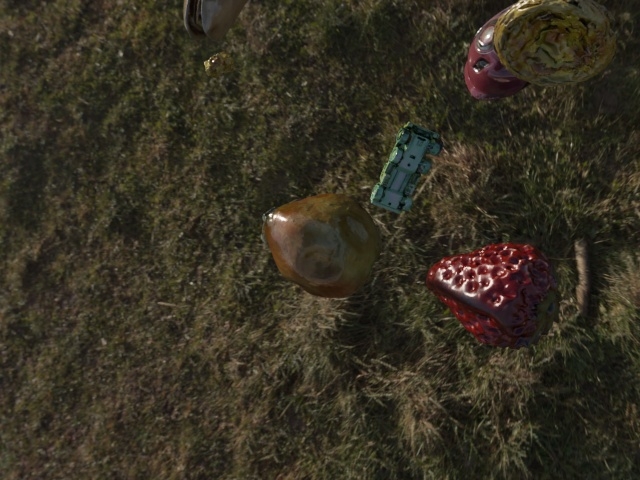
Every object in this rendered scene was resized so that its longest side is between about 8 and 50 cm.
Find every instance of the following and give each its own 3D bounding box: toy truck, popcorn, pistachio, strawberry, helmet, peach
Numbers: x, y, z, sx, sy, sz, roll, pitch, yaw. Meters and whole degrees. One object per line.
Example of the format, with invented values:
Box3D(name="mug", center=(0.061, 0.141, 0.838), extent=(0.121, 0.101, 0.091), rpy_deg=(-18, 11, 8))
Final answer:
Box3D(name="toy truck", center=(0.245, -0.217, 1.521), extent=(0.129, 0.135, 0.259), rpy_deg=(19, 104, -14))
Box3D(name="popcorn", center=(-0.277, -0.476, 1.383), extent=(0.082, 0.083, 0.057), rpy_deg=(-10, 113, 35))
Box3D(name="pistachio", center=(-0.221, -0.533, 1.101), extent=(0.127, 0.152, 0.223), rpy_deg=(15, 69, 14))
Box3D(name="strawberry", center=(0.470, 0.133, 1.410), extent=(0.345, 0.318, 0.295), rpy_deg=(23, 96, 40))
Box3D(name="helmet", center=(0.447, -0.460, 1.186), extent=(0.254, 0.154, 0.198), rpy_deg=(-16, 64, 24))
Box3D(name="peach", center=(0.000, 0.000, 1.018), extent=(0.214, 0.236, 0.214), rpy_deg=(-37, 38, 37))

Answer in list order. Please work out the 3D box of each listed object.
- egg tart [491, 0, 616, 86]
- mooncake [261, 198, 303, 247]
Box3D(name="egg tart", center=(0.256, -0.226, 0.560), extent=(0.129, 0.128, 0.049), rpy_deg=(12, 66, 23))
Box3D(name="mooncake", center=(-0.086, -0.040, 1.304), extent=(0.130, 0.125, 0.073), rpy_deg=(-31, 66, -25))
